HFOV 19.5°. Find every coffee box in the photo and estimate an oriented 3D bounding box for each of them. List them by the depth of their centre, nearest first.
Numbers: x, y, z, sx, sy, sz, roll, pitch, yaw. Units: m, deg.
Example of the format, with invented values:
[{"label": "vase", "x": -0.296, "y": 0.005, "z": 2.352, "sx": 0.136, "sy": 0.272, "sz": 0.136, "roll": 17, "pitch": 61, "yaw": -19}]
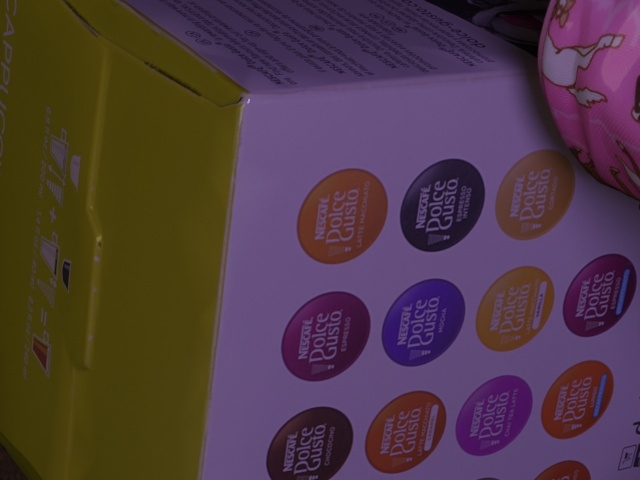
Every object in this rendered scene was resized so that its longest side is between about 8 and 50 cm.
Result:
[{"label": "coffee box", "x": 0.000, "y": 0.000, "z": 1.114, "sx": 0.338, "sy": 0.334, "sz": 0.338, "roll": 39, "pitch": 129, "yaw": 50}]

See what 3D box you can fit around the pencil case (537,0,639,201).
[{"label": "pencil case", "x": 0.263, "y": -0.049, "z": 0.783, "sx": 0.386, "sy": 0.167, "sz": 0.160, "roll": 28, "pitch": 161, "yaw": 47}]
